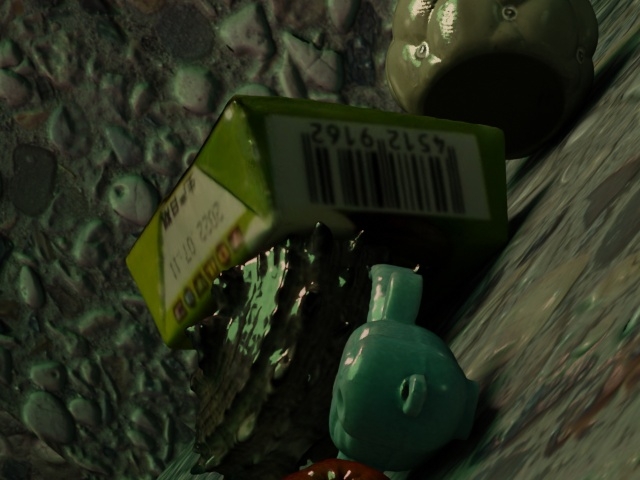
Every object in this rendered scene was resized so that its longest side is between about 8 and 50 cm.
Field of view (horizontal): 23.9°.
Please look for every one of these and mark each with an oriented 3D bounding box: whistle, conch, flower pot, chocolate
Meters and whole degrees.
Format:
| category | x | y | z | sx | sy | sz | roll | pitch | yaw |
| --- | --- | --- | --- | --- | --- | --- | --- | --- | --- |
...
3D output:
| category | x | y | z | sx | sy | sz | roll | pitch | yaw |
| --- | --- | --- | --- | --- | --- | --- | --- | --- | --- |
| whistle | 0.050 | 0.107 | 1.041 | 0.274 | 0.093 | 0.186 | 120 | 163 | -82 |
| conch | -0.010 | 0.119 | 1.382 | 0.240 | 0.186 | 0.313 | -33 | -30 | -52 |
| flower pot | 0.191 | -0.215 | 1.707 | 0.246 | 0.246 | 0.195 | -49 | 27 | 39 |
| chocolate | 0.000 | 0.000 | 1.485 | 0.289 | 0.300 | 0.137 | -48 | 45 | 48 |

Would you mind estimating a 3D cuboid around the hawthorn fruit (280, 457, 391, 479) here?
| category | x | y | z | sx | sy | sz | roll | pitch | yaw |
| --- | --- | --- | --- | --- | --- | --- | --- | --- | --- |
| hawthorn fruit | 0.008 | 0.175 | 0.881 | 0.093 | 0.093 | 0.093 | -50 | 2 | 2 |
